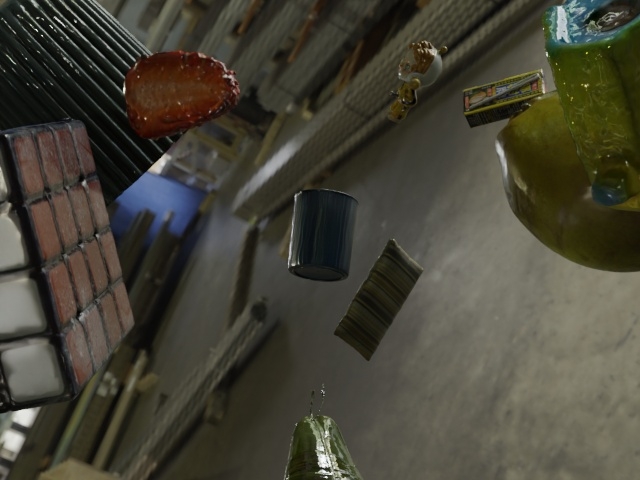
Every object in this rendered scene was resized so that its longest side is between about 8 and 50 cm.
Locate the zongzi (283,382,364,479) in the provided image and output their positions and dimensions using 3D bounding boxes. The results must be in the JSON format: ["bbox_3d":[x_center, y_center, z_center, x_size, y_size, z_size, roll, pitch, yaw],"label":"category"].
[{"bbox_3d":[0.032,0.224,0.902,0.154,0.131,0.062,-80,2,-47],"label":"zongzi"}]

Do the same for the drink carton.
[{"bbox_3d":[0.372,-0.286,1.813,0.166,0.056,0.071,-14,53,22],"label":"drink carton"}]

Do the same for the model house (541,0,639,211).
[{"bbox_3d":[0.388,-0.191,1.052,0.215,0.237,0.303,3,42,46],"label":"model house"}]

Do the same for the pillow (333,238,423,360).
[{"bbox_3d":[0.106,0.108,1.628,0.038,0.113,0.203,17,70,51],"label":"pillow"}]

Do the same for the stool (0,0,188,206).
[{"bbox_3d":[-0.408,-0.242,1.508,0.297,0.330,0.297,-41,14,12],"label":"stool"}]

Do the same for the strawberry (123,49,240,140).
[{"bbox_3d":[-0.183,-0.196,1.230,0.082,0.188,0.121,-9,-78,-62],"label":"strawberry"}]

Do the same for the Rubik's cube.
[{"bbox_3d":[-0.478,0.037,1.214,0.344,0.337,0.343,-72,-30,-82],"label":"Rubik's cube"}]

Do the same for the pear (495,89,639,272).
[{"bbox_3d":[0.412,-0.093,1.337,0.269,0.321,0.269,-53,-12,-16],"label":"pear"}]

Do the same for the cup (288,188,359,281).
[{"bbox_3d":[0.009,0.000,1.589,0.150,0.113,0.138,42,-129,-62],"label":"cup"}]

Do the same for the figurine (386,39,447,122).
[{"bbox_3d":[0.156,-0.266,1.520,0.101,0.068,0.143,-144,74,-73],"label":"figurine"}]
